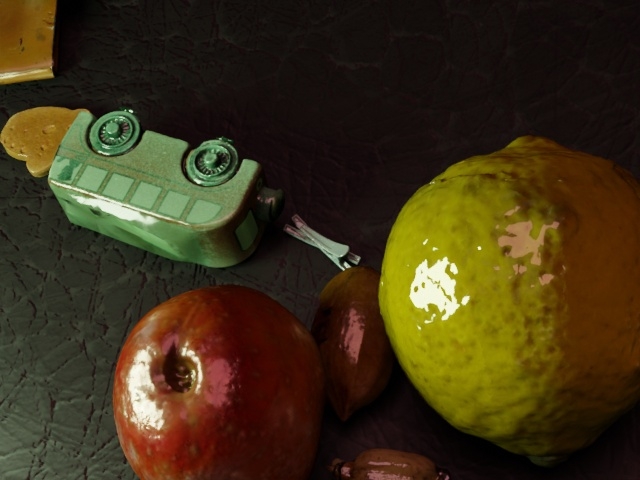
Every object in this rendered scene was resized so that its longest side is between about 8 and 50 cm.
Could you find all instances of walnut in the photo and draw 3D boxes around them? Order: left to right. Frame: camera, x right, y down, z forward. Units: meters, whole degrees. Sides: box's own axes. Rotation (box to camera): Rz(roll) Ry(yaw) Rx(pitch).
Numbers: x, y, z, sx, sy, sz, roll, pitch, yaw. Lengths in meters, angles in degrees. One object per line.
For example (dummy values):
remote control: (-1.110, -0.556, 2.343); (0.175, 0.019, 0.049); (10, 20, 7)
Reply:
walnut: (0.042, 0.128, 1.686); (0.116, 0.116, 0.207); (3, 67, 9)

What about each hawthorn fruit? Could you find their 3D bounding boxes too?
hawthorn fruit: (-0.114, 0.189, 1.584); (0.284, 0.284, 0.284); (-3, 59, 5)

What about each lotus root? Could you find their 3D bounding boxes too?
lotus root: (0.081, 0.285, 1.608); (0.152, 0.063, 0.072); (8, 88, 4)

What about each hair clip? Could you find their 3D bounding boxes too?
hair clip: (0.001, -0.001, 1.803); (0.115, 0.039, 0.030); (31, 63, 25)

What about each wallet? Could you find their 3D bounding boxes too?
wallet: (-0.471, -0.316, 2.050); (0.161, 0.042, 0.195); (-8, 60, 6)

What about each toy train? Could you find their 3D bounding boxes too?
toy train: (-0.211, -0.067, 1.818); (0.326, 0.129, 0.159); (17, 66, 18)

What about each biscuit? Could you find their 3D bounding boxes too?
biscuit: (-0.395, -0.142, 1.945); (0.140, 0.023, 0.118); (7, 61, 11)

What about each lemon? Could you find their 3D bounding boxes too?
lemon: (0.242, 0.070, 1.562); (0.350, 0.350, 0.387); (-1, 91, 7)
